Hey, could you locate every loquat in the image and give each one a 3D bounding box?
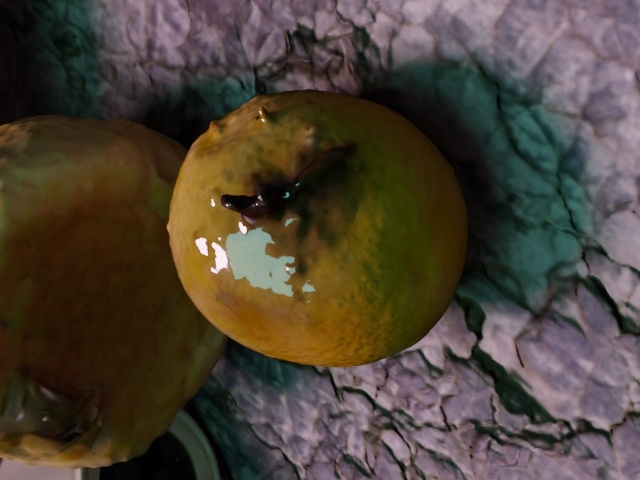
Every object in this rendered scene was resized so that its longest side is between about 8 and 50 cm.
[{"bbox_3d":[0.000,0.000,1.061,0.172,0.149,0.204,6,152,13],"label":"loquat"}]

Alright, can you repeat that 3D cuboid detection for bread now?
[{"bbox_3d":[-0.171,0.031,1.153,0.134,0.244,0.244,25,127,41],"label":"bread"}]

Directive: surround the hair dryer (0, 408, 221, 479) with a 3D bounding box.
[{"bbox_3d":[-0.174,0.299,1.266,0.203,0.128,0.362,-21,62,43],"label":"hair dryer"}]
